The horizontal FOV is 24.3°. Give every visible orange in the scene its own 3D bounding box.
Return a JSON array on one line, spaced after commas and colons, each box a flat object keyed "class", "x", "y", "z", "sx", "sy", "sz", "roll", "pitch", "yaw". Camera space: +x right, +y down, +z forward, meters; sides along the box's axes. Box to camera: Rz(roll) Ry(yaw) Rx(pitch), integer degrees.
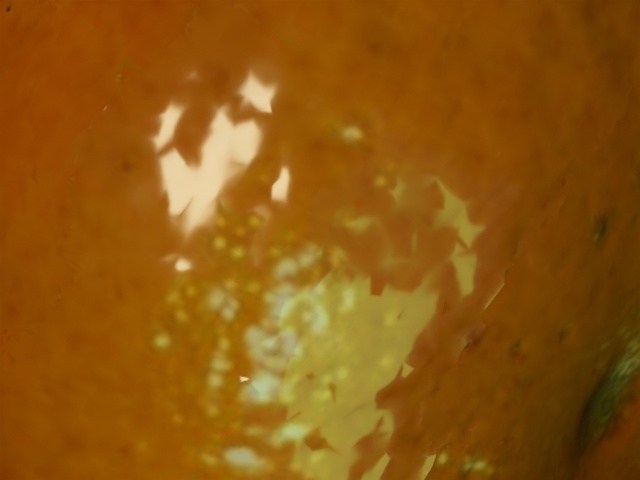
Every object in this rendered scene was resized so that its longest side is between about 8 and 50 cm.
[{"class": "orange", "x": 0.000, "y": 0.000, "z": 0.638, "sx": 0.424, "sy": 0.326, "sz": 0.424, "roll": -32, "pitch": 137, "yaw": -35}]
